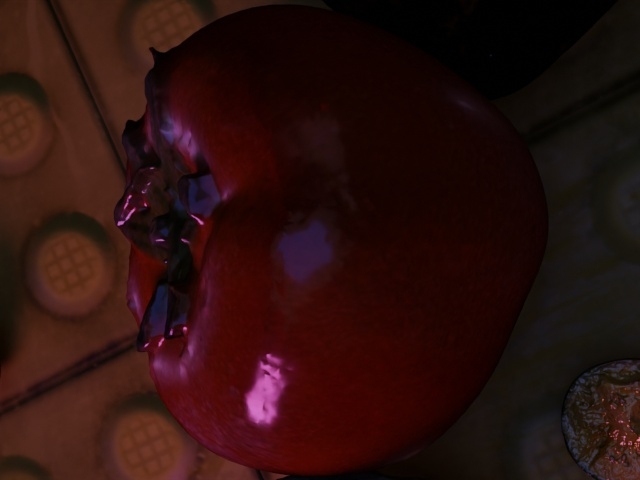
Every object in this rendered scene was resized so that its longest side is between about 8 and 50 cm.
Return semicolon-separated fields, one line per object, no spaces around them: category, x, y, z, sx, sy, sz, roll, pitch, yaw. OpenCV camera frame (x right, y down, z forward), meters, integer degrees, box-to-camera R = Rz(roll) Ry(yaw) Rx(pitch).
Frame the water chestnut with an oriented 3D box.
water chestnut;0.117;-0.255;0.625;0.289;0.289;0.244;13;62;15

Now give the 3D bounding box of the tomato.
tomato;0.000;0.000;0.640;0.341;0.273;0.341;-2;88;60

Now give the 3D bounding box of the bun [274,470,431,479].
bun;0.006;0.282;0.669;0.293;0.293;0.187;-48;40;10

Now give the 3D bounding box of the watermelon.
watermelon;0.247;0.141;0.674;0.105;0.062;0.105;2;96;20
